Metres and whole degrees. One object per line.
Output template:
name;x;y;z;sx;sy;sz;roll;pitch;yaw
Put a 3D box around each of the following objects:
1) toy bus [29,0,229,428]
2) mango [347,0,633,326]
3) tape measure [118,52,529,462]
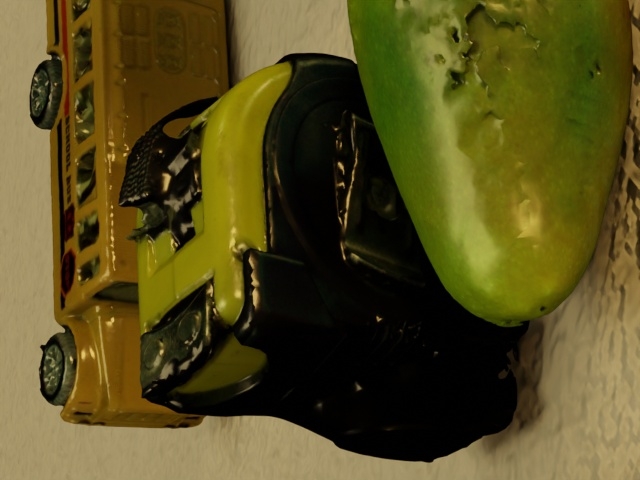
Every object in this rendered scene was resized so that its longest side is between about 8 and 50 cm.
toy bus;-0.122;-0.044;1.290;0.123;0.121;0.336;-33;56;55
mango;0.076;-0.073;0.814;0.125;0.111;0.233;120;144;-57
tape measure;0.000;0.000;0.889;0.112;0.199;0.186;-38;47;39
